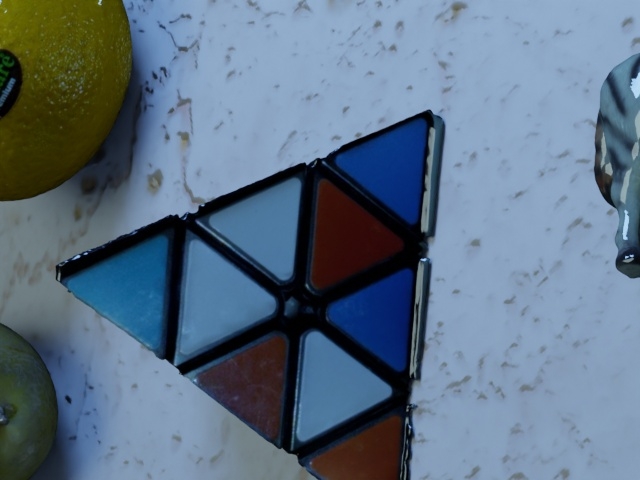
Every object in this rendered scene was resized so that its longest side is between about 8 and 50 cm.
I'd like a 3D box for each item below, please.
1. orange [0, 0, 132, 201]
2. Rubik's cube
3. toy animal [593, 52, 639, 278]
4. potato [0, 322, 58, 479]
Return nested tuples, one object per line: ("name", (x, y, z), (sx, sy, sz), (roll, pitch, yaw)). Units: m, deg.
("orange", (-0.260, -0.150, 1.486), (0.236, 0.236, 0.236), (-13, 72, 47))
("Rubik's cube", (0.000, 0.000, 1.282), (0.234, 0.284, 0.250), (-51, 11, 3))
("toy animal", (0.245, -0.078, 1.001), (0.255, 0.090, 0.170), (-45, 47, 31))
("potato", (-0.299, 0.147, 1.519), (0.251, 0.159, 0.174), (-16, 96, 58))
